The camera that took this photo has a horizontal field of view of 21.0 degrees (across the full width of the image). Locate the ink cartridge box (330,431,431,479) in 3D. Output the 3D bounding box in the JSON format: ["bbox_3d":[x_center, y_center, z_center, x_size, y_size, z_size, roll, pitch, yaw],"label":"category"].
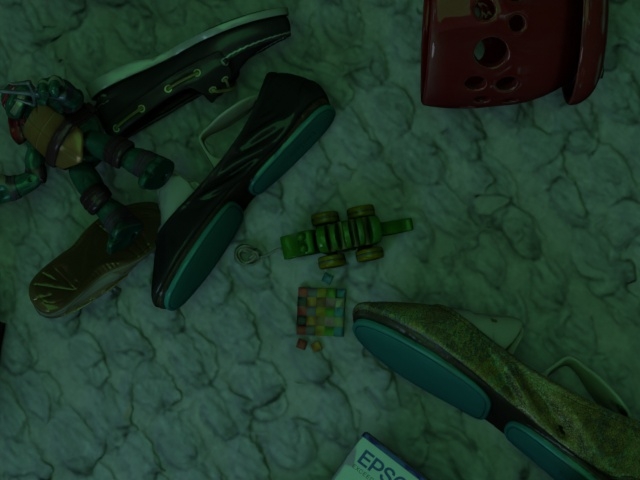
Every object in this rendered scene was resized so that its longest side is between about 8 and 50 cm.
[{"bbox_3d":[0.075,0.401,1.712,0.303,0.072,0.307,37,89,9],"label":"ink cartridge box"}]

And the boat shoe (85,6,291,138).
[{"bbox_3d":[-0.127,-0.171,1.773,0.227,0.081,0.069,-22,86,12],"label":"boat shoe"}]

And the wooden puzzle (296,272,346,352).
[{"bbox_3d":[0.000,0.074,1.773,0.049,0.006,0.083,2,86,7],"label":"wooden puzzle"}]

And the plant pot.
[{"bbox_3d":[0.187,-0.224,1.685,0.174,0.191,0.191,1,86,0],"label":"plant pot"}]

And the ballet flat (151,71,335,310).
[{"bbox_3d":[-0.101,-0.058,1.759,0.096,0.095,0.280,37,80,18],"label":"ballet flat"}]

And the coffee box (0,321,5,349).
[{"bbox_3d":[-0.494,0.137,1.770,0.297,0.119,0.168,11,87,8],"label":"coffee box"}]

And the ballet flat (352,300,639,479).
[{"bbox_3d":[0.195,0.142,1.701,0.348,0.123,0.123,35,90,8],"label":"ballet flat"}]

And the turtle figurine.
[{"bbox_3d":[-0.265,-0.100,1.735,0.234,0.118,0.175,35,130,14],"label":"turtle figurine"}]

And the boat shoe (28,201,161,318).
[{"bbox_3d":[-0.228,0.021,1.779,0.170,0.059,0.063,-34,78,-18],"label":"boat shoe"}]

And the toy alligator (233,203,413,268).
[{"bbox_3d":[0.000,0.000,1.755,0.189,0.051,0.056,-10,84,6],"label":"toy alligator"}]
